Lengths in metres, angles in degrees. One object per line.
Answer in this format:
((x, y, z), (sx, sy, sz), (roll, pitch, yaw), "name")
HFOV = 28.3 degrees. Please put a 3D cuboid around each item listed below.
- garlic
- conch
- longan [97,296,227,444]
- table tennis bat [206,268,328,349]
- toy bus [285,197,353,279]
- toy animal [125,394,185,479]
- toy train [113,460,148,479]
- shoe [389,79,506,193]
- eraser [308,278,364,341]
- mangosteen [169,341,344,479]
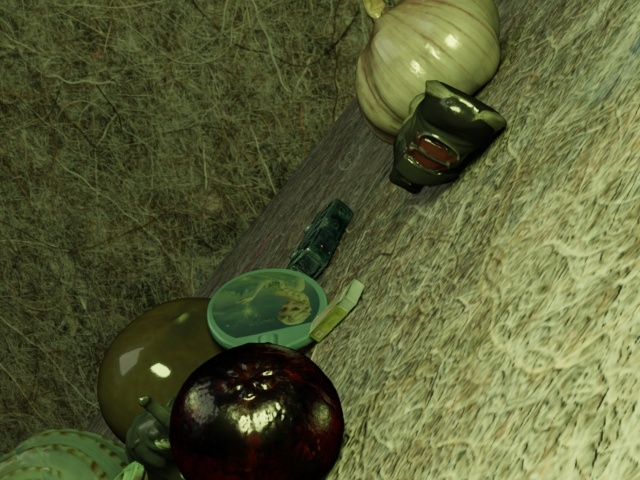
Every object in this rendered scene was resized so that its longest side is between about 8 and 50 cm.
((0.113, -0.276, 1.681), (0.245, 0.253, 0.245), (-43, 8, 8), "garlic")
((-0.450, 0.426, 2.099), (0.303, 0.215, 0.319), (-44, 7, -8), "conch")
((-0.177, 0.173, 1.594), (0.220, 0.196, 0.196), (-48, 3, -31), "longan")
((-0.063, 0.110, 1.498), (0.237, 0.149, 0.038), (-93, 0, -53), "table tennis bat")
((0.000, 0.000, 1.866), (0.065, 0.047, 0.166), (-44, 10, 33), "toy bus")
((-0.146, 0.228, 1.358), (0.082, 0.137, 0.269), (-52, -2, -17), "toy animal")
((-0.179, 0.329, 1.072), (0.304, 0.150, 0.221), (-43, 19, 48), "toy train")
((0.129, -0.105, 1.390), (0.112, 0.099, 0.227), (-60, 3, 0), "shoe")
((0.019, 0.081, 1.459), (0.083, 0.019, 0.038), (-47, 8, 41), "eraser")
((-0.052, 0.164, 1.079), (0.152, 0.152, 0.152), (-52, 7, 9), "mangosteen")
